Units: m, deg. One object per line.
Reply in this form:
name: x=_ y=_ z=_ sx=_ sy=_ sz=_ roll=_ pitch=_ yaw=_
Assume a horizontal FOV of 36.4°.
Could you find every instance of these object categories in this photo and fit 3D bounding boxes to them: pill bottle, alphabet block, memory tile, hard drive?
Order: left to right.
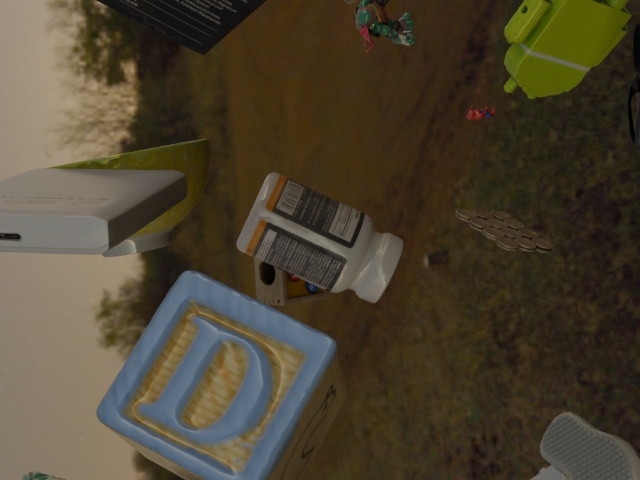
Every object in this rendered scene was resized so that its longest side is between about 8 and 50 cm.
hard drive: x=-0.321 y=-0.043 z=1.210 sx=0.353 sy=0.233 sz=0.047 roll=-64 pitch=-25 yaw=-76
alphabet block: x=-0.097 y=0.177 z=1.067 sx=0.192 sy=0.193 sz=0.197 roll=-59 pitch=-16 yaw=-17
pill bottle: x=0.000 y=0.000 z=1.781 sx=0.162 sy=0.278 sz=0.162 roll=-155 pitch=90 yaw=-86
memory tile: x=0.301 y=-0.016 z=1.595 sx=0.148 sy=0.113 sz=0.012 roll=42 pitch=125 yaw=50

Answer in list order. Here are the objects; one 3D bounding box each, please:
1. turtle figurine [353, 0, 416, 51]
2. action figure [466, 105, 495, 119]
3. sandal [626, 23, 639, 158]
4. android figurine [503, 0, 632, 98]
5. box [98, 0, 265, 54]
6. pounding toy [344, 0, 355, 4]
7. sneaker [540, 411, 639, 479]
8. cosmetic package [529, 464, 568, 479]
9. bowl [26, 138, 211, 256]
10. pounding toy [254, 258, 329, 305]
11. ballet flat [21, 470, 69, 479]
turtle figurine: x=0.125 y=-0.476 z=2.026 sx=0.175 sy=0.118 sz=0.234 roll=68 pitch=-162 yaw=-7
action figure: x=0.313 y=-0.252 z=1.917 sx=0.115 sy=0.038 sz=0.030 roll=-24 pitch=-68 yaw=-62
sandal: x=0.521 y=-0.221 z=1.569 sx=0.097 sy=0.054 sz=0.254 roll=-118 pitch=17 yaw=-73
android figurine: x=0.426 y=-0.355 z=1.691 sx=0.273 sy=0.248 sz=0.056 roll=-56 pitch=45 yaw=35
box: x=-0.110 y=-0.445 z=1.069 sx=0.312 sy=0.179 sz=0.343 roll=-33 pitch=52 yaw=34
pounding toy: x=0.069 y=-0.501 z=1.723 sx=0.130 sy=0.100 sz=0.141 roll=-22 pitch=43 yaw=44
sneaker: x=0.434 y=0.353 z=1.429 sx=0.126 sy=0.127 sz=0.321 roll=-55 pitch=8 yaw=8
cosmetic package: x=0.651 y=0.563 z=2.071 sx=0.197 sy=0.366 sz=0.155 roll=108 pitch=162 yaw=-61
bowl: x=-0.303 y=-0.061 z=1.536 sx=0.289 sy=0.289 sz=0.156 roll=-152 pitch=51 yaw=-80
pounding toy: x=-0.071 y=0.100 z=1.925 sx=0.094 sy=0.181 sz=0.206 roll=1 pitch=96 yaw=45
ballet flat: x=-0.385 y=0.377 z=1.396 sx=0.247 sy=0.087 sz=0.083 roll=157 pitch=114 yaw=-69
